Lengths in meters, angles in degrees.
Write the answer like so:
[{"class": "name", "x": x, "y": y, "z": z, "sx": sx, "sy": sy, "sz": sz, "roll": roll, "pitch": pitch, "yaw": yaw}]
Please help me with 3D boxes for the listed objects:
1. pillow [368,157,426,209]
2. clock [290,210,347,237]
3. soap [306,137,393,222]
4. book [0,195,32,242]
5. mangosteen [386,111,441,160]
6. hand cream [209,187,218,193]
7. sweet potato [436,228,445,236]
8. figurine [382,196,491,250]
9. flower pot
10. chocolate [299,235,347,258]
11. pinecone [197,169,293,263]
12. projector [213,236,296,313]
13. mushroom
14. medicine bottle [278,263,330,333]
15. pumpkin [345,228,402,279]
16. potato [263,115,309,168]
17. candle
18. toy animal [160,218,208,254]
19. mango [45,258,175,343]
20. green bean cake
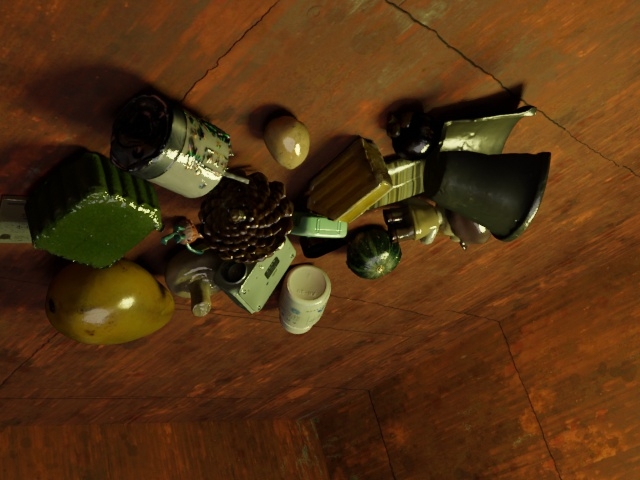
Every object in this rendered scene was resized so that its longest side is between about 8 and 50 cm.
[{"class": "pillow", "x": 0.232, "y": -0.179, "z": 2.035, "sx": 0.212, "sy": 0.052, "sz": 0.208, "roll": -18, "pitch": 152, "yaw": -6}, {"class": "clock", "x": -0.034, "y": -0.049, "z": 2.040, "sx": 0.159, "sy": 0.066, "sz": 0.211, "roll": 3, "pitch": -175, "yaw": -36}, {"class": "soap", "x": 0.068, "y": -0.143, "z": 1.890, "sx": 0.080, "sy": 0.160, "sz": 0.257, "roll": 8, "pitch": 144, "yaw": -44}, {"class": "book", "x": -0.741, "y": -0.049, "z": 1.732, "sx": 0.138, "sy": 0.016, "sz": 0.199, "roll": 0, "pitch": 148, "yaw": -32}, {"class": "mangosteen", "x": 0.235, "y": -0.280, "z": 1.791, "sx": 0.151, "sy": 0.137, "sz": 0.137, "roll": 33, "pitch": 133, "yaw": -14}, {"class": "hand cream", "x": -0.282, "y": -0.117, "z": 1.889, "sx": 0.030, "sy": 0.019, "sz": 0.093, "roll": -18, "pitch": 146, "yaw": 5}, {"class": "sweet potato", "x": 0.516, "y": -0.072, "z": 2.334, "sx": 0.336, "sy": 0.131, "sz": 0.131, "roll": -22, "pitch": 153, "yaw": 7}, {"class": "figurine", "x": 0.392, "y": -0.069, "z": 2.180, "sx": 0.364, "sy": 0.218, "sz": 0.206, "roll": -16, "pitch": 155, "yaw": 10}, {"class": "flower pot", "x": 0.426, "y": -0.190, "z": 1.870, "sx": 0.251, "sy": 0.380, "sz": 0.379, "roll": 7, "pitch": 148, "yaw": -8}, {"class": "chocolate", "x": 0.000, "y": 0.000, "z": 2.209, "sx": 0.148, "sy": 0.080, "sz": 0.125, "roll": -17, "pitch": 166, "yaw": -17}, {"class": "pinecone", "x": -0.198, "y": -0.059, "z": 1.813, "sx": 0.264, "sy": 0.264, "sz": 0.264, "roll": -14, "pitch": 153, "yaw": -7}, {"class": "projector", "x": -0.190, "y": 0.076, "z": 2.068, "sx": 0.250, "sy": 0.108, "sz": 0.198, "roll": -56, "pitch": 156, "yaw": -14}, {"class": "mushroom", "x": -0.364, "y": 0.127, "z": 2.076, "sx": 0.207, "sy": 0.215, "sz": 0.207, "roll": -9, "pitch": 144, "yaw": -7}, {"class": "medicine bottle", "x": -0.066, "y": 0.219, "z": 2.479, "sx": 0.170, "sy": 0.170, "sz": 0.293, "roll": -10, "pitch": 153, "yaw": -16}, {"class": "pumpkin", "x": 0.179, "y": 0.045, "z": 2.321, "sx": 0.190, "sy": 0.146, "sz": 0.190, "roll": -21, "pitch": 135, "yaw": -22}, {"class": "potato", "x": -0.078, "y": -0.243, "z": 1.679, "sx": 0.112, "sy": 0.112, "sz": 0.147, "roll": -18, "pitch": 146, "yaw": 0}, {"class": "candle", "x": -0.301, "y": -0.192, "z": 1.545, "sx": 0.187, "sy": 0.187, "sz": 0.330, "roll": -30, "pitch": 151, "yaw": 23}, {"class": "toy animal", "x": -0.357, "y": -0.007, "z": 1.953, "sx": 0.208, "sy": 0.100, "sz": 0.103, "roll": 1, "pitch": 111, "yaw": -55}, {"class": "mango", "x": -0.608, "y": 0.187, "z": 2.034, "sx": 0.300, "sy": 0.232, "sz": 0.445, "roll": -30, "pitch": 158, "yaw": 14}, {"class": "green bean cake", "x": -0.542, "y": -0.070, "z": 1.651, "sx": 0.250, "sy": 0.156, "sz": 0.247, "roll": -38, "pitch": 145, "yaw": 19}]
